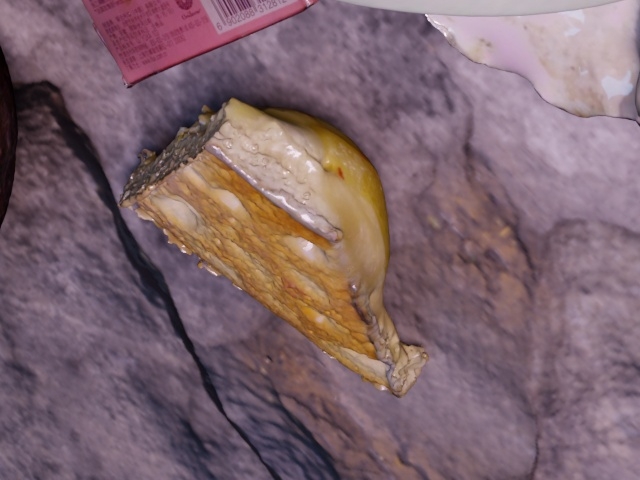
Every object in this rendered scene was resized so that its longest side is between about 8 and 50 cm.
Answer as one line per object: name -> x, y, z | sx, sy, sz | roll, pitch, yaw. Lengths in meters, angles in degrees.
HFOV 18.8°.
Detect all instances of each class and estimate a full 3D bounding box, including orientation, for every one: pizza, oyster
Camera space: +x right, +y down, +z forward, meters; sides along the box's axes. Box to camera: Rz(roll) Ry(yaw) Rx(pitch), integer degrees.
pizza -> -0.002, -0.005, 1.056 | 0.204, 0.080, 0.188 | 38, 159, -5
oyster -> 0.095, -0.153, 0.868 | 0.214, 0.083, 0.223 | 36, 153, 22

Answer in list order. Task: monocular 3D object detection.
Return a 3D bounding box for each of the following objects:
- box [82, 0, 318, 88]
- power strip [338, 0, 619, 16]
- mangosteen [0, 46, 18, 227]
box -> -0.065, -0.156, 1.001 | 0.156, 0.060, 0.111 | -16, 110, 40
power strip -> 0.036, -0.234, 0.666 | 0.357, 0.357, 0.161 | 31, 135, 16
mangosteen -> -0.309, -0.047, 1.084 | 0.293, 0.297, 0.297 | 63, 144, 30
